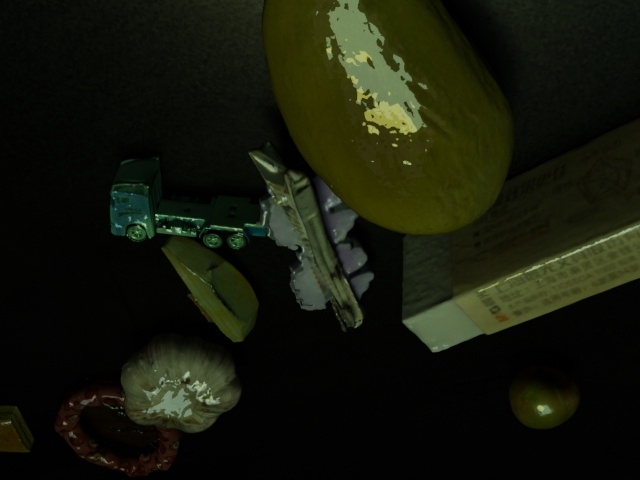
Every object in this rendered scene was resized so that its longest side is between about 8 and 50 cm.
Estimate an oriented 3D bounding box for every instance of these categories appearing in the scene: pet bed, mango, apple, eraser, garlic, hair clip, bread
[{"bbox_3d":[-0.297,0.276,1.316,0.201,0.053,0.201,4,129,4],"label":"pet bed"},{"bbox_3d":[0.054,-0.137,0.821,0.195,0.142,0.331,-29,117,25],"label":"mango"},{"bbox_3d":[0.288,0.201,1.139,0.090,0.089,0.074,-3,109,11],"label":"apple"},{"bbox_3d":[0.242,-0.007,0.911,0.343,0.144,0.078,-26,127,29],"label":"eraser"},{"bbox_3d":[-0.188,0.188,1.184,0.159,0.102,0.147,-18,116,8],"label":"garlic"},{"bbox_3d":[0.000,0.000,0.979,0.106,0.084,0.292,-34,135,-10],"label":"hair clip"},{"bbox_3d":[-0.503,0.292,1.369,0.095,0.035,0.090,1,134,7],"label":"bread"}]

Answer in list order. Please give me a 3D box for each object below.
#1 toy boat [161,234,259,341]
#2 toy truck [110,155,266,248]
[{"bbox_3d":[-0.131,0.058,1.080,0.066,0.065,0.172,-2,134,37],"label":"toy boat"},{"bbox_3d":[-0.145,-0.041,0.979,0.175,0.067,0.081,6,133,1],"label":"toy truck"}]
